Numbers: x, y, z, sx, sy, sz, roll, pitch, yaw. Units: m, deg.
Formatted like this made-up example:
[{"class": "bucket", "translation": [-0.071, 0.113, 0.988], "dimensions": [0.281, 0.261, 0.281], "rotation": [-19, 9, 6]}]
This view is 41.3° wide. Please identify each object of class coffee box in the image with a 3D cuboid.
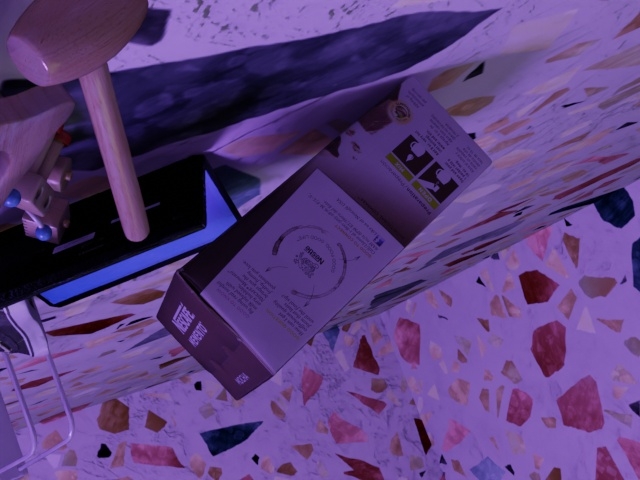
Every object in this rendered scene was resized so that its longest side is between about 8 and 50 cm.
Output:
[{"class": "coffee box", "translation": [0.000, 0.000, 0.802], "dimensions": [0.297, 0.119, 0.168], "rotation": [-42, 179, -25]}]

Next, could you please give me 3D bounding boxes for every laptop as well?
[{"class": "laptop", "translation": [-0.189, 0.028, 0.774], "dimensions": [0.234, 0.136, 0.264], "rotation": [-22, -155, 2]}]

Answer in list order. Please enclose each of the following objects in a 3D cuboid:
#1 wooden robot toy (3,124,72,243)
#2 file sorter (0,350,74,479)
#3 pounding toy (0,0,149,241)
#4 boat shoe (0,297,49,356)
[{"class": "wooden robot toy", "translation": [-0.224, -0.052, 0.598], "dimensions": [0.079, 0.076, 0.173], "rotation": [15, 165, -2]}, {"class": "file sorter", "translation": [-0.482, 0.223, 1.072], "dimensions": [0.173, 0.192, 0.278], "rotation": [-32, 165, 32]}, {"class": "pounding toy", "translation": [-0.189, -0.021, 0.412], "dimensions": [0.269, 0.154, 0.154], "rotation": [-33, -173, 47]}, {"class": "boat shoe", "translation": [-0.356, 0.087, 0.956], "dimensions": [0.070, 0.077, 0.219], "rotation": [-19, 161, -16]}]
